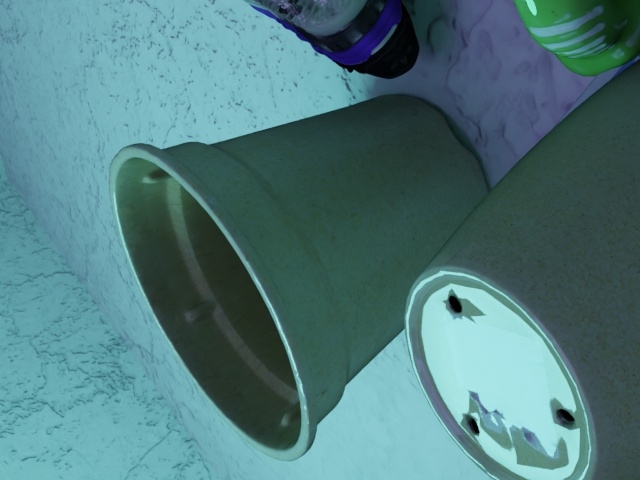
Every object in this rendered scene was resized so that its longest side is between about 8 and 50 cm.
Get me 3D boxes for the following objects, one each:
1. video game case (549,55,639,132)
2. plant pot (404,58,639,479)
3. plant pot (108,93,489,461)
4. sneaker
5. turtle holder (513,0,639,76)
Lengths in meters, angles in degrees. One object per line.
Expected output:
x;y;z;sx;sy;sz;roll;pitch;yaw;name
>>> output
0.305;0.006;0.550;0.329;0.036;0.300;57;152;18;video game case
0.191;0.019;0.421;0.256;0.274;0.257;41;143;40;plant pot
0.000;0.000;0.778;0.334;0.305;0.334;40;146;34;plant pot
0.007;-0.237;0.764;0.146;0.102;0.293;32;-165;-37;sneaker
0.124;-0.270;0.400;0.320;0.227;0.243;46;127;2;turtle holder
